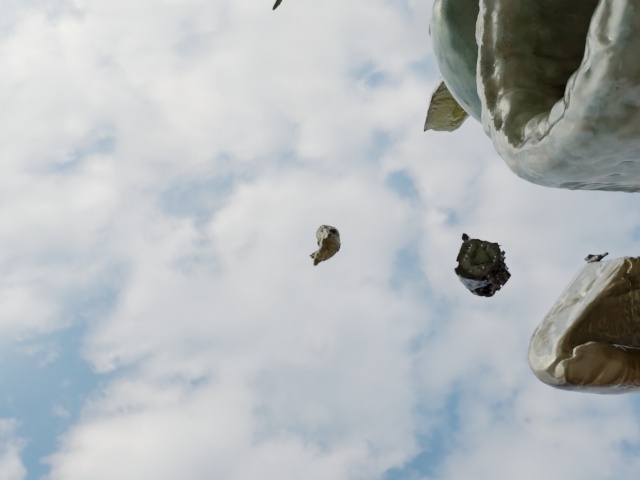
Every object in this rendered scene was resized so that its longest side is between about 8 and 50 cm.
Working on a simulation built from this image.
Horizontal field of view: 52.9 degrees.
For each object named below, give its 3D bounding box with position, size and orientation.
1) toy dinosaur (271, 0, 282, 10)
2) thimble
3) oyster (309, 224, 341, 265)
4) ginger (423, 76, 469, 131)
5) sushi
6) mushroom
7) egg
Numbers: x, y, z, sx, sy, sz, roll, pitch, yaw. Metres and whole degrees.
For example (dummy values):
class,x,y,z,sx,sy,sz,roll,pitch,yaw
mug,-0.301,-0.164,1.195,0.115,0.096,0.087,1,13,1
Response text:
class,x,y,z,sx,sy,sz,roll,pitch,yaw
toy dinosaur,-0.039,-0.333,0.739,0.044,0.106,0.187,21,-96,-30
thimble,0.239,-0.185,0.481,0.195,0.291,0.291,0,-115,-8
oyster,0.000,0.000,1.199,0.081,0.038,0.083,-36,-134,-6
ginger,0.290,-0.335,1.391,0.115,0.193,0.122,7,-123,-5
sushi,0.298,0.049,1.205,0.098,0.084,0.094,23,-108,40
mushroom,0.669,0.252,1.475,0.397,0.224,0.313,-42,-87,-26
egg,0.238,-0.238,0.818,0.169,0.169,0.236,-37,-85,-20
